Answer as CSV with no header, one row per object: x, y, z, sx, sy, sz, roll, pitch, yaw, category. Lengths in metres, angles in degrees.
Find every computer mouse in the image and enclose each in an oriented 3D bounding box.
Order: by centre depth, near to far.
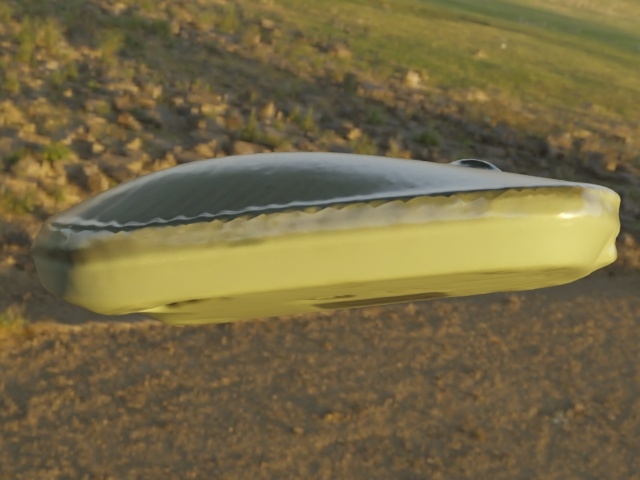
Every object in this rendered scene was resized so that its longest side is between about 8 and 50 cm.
0.000,-0.007,0.612,0.331,0.095,0.197,-6,-5,9,computer mouse
